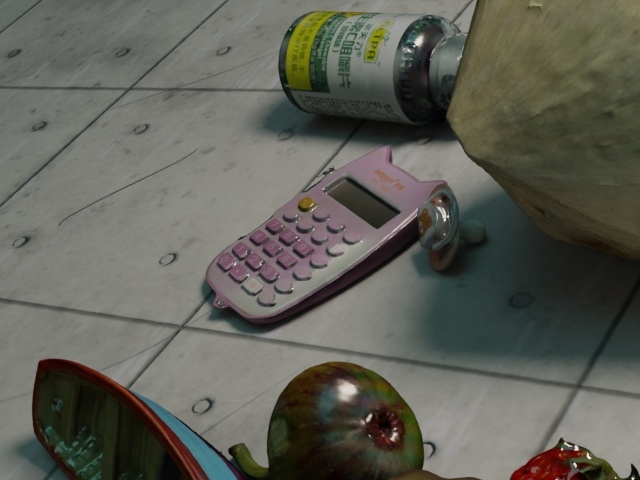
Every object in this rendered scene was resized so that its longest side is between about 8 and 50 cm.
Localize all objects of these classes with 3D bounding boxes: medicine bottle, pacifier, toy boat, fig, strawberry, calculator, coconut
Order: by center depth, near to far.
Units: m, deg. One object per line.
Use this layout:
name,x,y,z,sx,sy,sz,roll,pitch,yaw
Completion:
strawberry,0.198,0.237,1.057,0.131,0.148,0.131,16,9,-2
fig,-0.017,0.196,1.248,0.245,0.149,0.149,-25,21,48
toy boat,-0.168,0.210,1.315,0.079,0.136,0.392,-4,17,-38
coconut,0.308,-0.150,1.343,0.415,0.344,0.415,-21,-12,-5
pacifier,0.147,-0.015,1.499,0.078,0.081,0.099,9,59,-22
calculator,0.000,0.001,1.593,0.294,0.043,0.194,-34,34,-13
medicine bottle,0.093,-0.223,1.775,0.293,0.141,0.141,11,44,41

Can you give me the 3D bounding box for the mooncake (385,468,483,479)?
mooncake,0.066,0.294,0.879,0.290,0.290,0.161,-31,26,-14
